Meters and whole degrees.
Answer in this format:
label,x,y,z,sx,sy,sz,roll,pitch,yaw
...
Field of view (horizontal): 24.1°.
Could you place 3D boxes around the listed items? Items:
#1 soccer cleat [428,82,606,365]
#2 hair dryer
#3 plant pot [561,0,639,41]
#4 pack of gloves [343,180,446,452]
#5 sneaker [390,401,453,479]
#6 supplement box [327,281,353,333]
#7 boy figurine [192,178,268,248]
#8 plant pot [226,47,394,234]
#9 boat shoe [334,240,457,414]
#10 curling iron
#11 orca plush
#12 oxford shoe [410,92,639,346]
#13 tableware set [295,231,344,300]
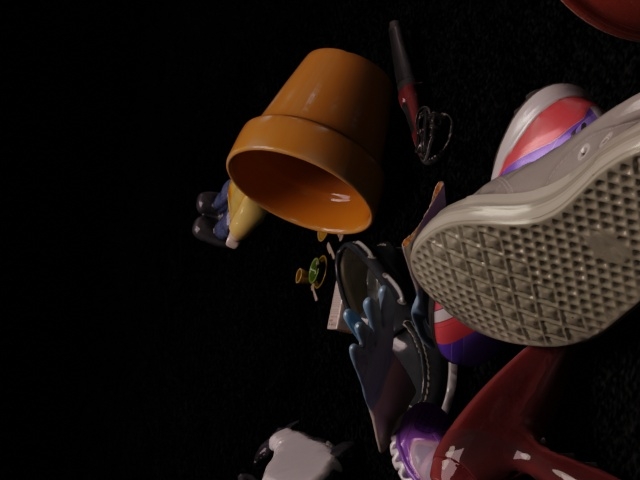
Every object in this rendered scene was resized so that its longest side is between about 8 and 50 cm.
label,x,y,z,sx,sy,sz,roll,pitch,yaw
soccer cleat,0.196,0.009,1.438,0.116,0.109,0.318,56,132,47
hair dryer,0.200,0.205,1.320,0.224,0.080,0.293,-16,48,24
plant pot,0.319,-0.283,1.066,0.265,0.272,0.272,9,86,63
pack of gloves,0.074,0.075,1.496,0.195,0.046,0.232,-60,-24,-26
sneaker,0.144,0.235,1.460,0.104,0.095,0.236,-59,30,28
supplement box,0.050,0.068,1.864,0.036,0.062,0.098,174,109,-69
boy figurine,-0.126,-0.076,2.423,0.285,0.092,0.177,135,146,-62
plant pot,0.006,-0.139,1.959,0.205,0.205,0.188,-34,30,63
boat shoe,0.079,0.103,1.712,0.302,0.091,0.114,-112,39,-60
curling iron,0.121,-0.192,1.877,0.068,0.035,0.274,-59,26,33
orca plush,-0.028,0.314,1.874,0.287,0.151,0.102,4,113,68
oxford shoe,0.229,-0.021,1.264,0.130,0.169,0.449,-54,10,-30
tableware set,0.000,0.000,2.112,0.104,0.024,0.154,-112,39,-60
